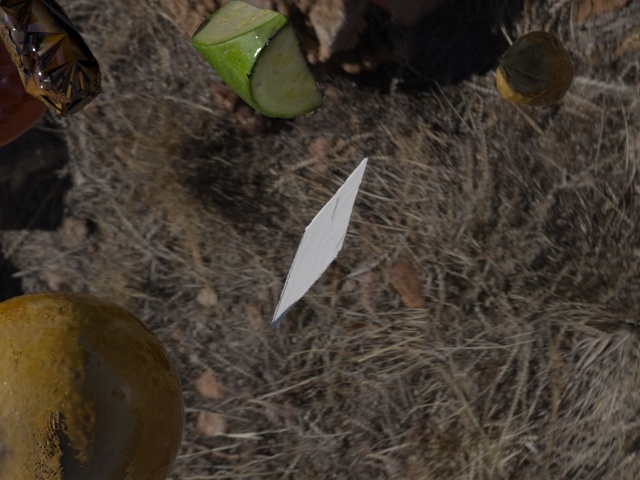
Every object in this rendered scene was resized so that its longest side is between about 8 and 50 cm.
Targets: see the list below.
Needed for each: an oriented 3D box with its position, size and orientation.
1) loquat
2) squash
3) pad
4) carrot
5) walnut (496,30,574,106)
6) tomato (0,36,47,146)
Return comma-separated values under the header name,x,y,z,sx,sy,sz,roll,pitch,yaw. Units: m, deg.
name,x,y,z,sx,sy,sz,roll,pitch,yaw
loquat,-0.266,0.180,1.054,0.263,0.263,0.263,-1,85,17
squash,-0.124,-0.294,1.455,0.111,0.203,0.288,-35,58,-3
pad,0.000,0.000,1.286,0.004,0.232,0.156,33,124,-10
carrot,-0.277,-0.217,0.931,0.069,0.069,0.228,-34,87,12
walnut,0.260,-0.193,1.209,0.052,0.121,0.091,42,115,37
tomato,-0.513,-0.240,1.457,0.180,0.260,0.259,-4,84,44
